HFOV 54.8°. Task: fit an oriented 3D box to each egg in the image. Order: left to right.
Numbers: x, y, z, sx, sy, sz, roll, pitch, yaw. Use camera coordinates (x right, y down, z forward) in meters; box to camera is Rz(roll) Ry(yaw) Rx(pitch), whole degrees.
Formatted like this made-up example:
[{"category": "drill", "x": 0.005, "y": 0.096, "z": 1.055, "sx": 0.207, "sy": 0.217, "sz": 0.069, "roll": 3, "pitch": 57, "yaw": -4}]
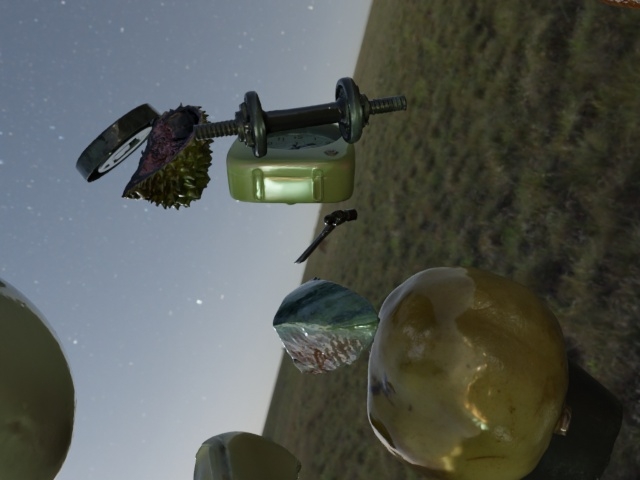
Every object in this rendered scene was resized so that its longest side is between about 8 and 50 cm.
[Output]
[{"category": "egg", "x": -0.406, "y": 0.169, "z": 0.638, "sx": 0.345, "sy": 0.283, "sz": 0.283, "roll": 67, "pitch": -151, "yaw": -47}]

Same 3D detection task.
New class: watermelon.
[{"category": "watermelon", "x": 0.000, "y": 0.092, "z": 0.648, "sx": 0.081, "sy": 0.094, "sz": 0.180, "roll": -34, "pitch": 0, "yaw": -22}]

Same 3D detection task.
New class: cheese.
[{"category": "cheese", "x": -0.118, "y": 0.470, "z": 1.136, "sx": 0.127, "sy": 0.233, "sz": 0.266, "roll": -58, "pitch": 25, "yaw": 14}]

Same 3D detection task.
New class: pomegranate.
[{"category": "pomegranate", "x": 0.224, "y": 0.201, "z": 0.942, "sx": 0.332, "sy": 0.332, "sz": 0.333, "roll": -165, "pitch": 90, "yaw": -90}]

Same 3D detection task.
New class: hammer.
[{"category": "hammer", "x": 0.000, "y": 0.000, "z": 1.038, "sx": 0.021, "sy": 0.065, "sz": 0.178, "roll": 62, "pitch": 144, "yaw": 17}]

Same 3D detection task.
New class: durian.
[{"category": "durian", "x": -0.197, "y": -0.116, "z": 0.933, "sx": 0.108, "sy": 0.119, "sz": 0.187, "roll": 54, "pitch": -143, "yaw": -42}]

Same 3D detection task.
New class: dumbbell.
[{"category": "dumbbell", "x": -0.021, "y": -0.145, "z": 0.726, "sx": 0.081, "sy": 0.254, "sz": 0.082, "roll": 170, "pitch": 90, "yaw": -81}]

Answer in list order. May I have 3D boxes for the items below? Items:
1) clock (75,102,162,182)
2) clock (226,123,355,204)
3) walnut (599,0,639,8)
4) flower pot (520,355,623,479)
[{"category": "clock", "x": -0.428, "y": -0.209, "z": 1.317, "sx": 0.215, "sy": 0.042, "sz": 0.215, "roll": -41, "pitch": 9, "yaw": 8}, {"category": "clock", "x": -0.034, "y": -0.124, "z": 0.884, "sx": 0.232, "sy": 0.170, "sz": 0.069, "roll": -82, "pitch": -9, "yaw": -62}, {"category": "walnut", "x": 0.412, "y": -0.369, "z": 0.817, "sx": 0.207, "sy": 0.115, "sz": 0.116, "roll": 48, "pitch": 133, "yaw": 44}, {"category": "flower pot", "x": 0.477, "y": 0.376, "z": 1.316, "sx": 0.379, "sy": 0.251, "sz": 0.379, "roll": -58, "pitch": -15, "yaw": -26}]
